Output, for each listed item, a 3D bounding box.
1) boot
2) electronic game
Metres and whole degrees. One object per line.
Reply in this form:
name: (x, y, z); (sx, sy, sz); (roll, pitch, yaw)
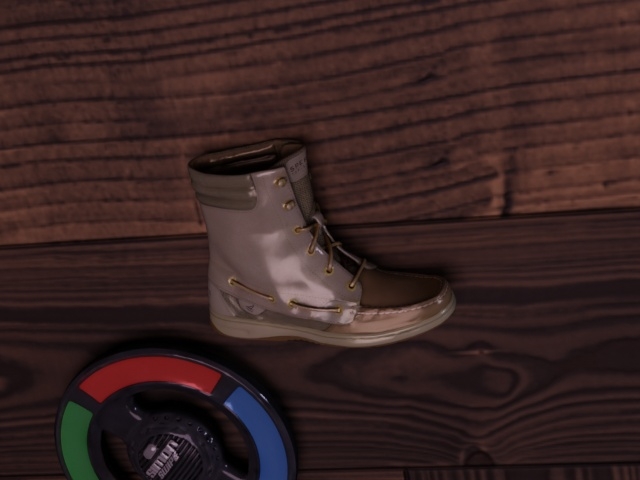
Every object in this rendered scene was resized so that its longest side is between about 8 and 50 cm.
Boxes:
boot: (0.000, 0.000, 1.303); (0.213, 0.077, 0.165); (0, 116, 16)
electronic game: (-0.133, 0.193, 1.453); (0.229, 0.048, 0.229); (6, 119, 10)
